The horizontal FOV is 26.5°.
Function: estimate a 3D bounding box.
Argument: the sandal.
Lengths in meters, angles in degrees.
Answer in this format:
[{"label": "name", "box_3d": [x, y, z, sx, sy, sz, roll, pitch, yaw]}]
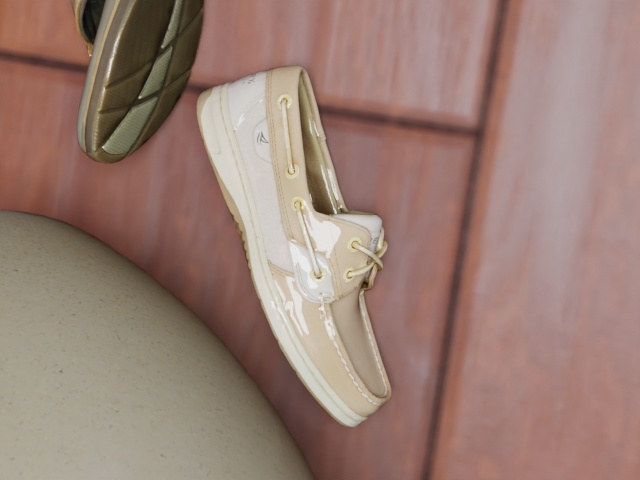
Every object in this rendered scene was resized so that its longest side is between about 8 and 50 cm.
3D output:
[{"label": "sandal", "box_3d": [-0.088, -0.125, 0.624, 0.049, 0.072, 0.180, 9, 95, 24]}]

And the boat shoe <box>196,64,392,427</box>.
[{"label": "boat shoe", "box_3d": [0.000, 0.000, 0.619, 0.059, 0.063, 0.170, -23, 90, 17]}]

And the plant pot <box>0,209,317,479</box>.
[{"label": "plant pot", "box_3d": [-0.140, 0.099, 0.569, 0.284, 0.284, 0.190, -20, 63, 11]}]
